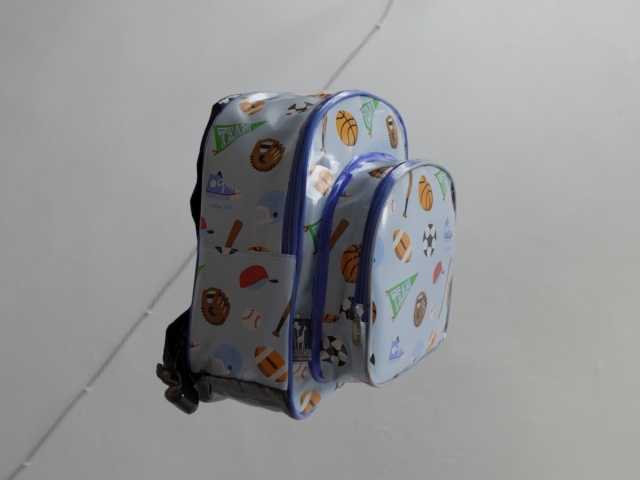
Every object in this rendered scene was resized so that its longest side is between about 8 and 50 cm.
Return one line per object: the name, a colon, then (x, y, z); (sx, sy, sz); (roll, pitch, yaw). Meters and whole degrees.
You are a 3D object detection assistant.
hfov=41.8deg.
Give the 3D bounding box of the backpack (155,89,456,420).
backpack: (0.000, 0.000, 0.726); (0.213, 0.276, 0.263); (-2, -84, 22)
